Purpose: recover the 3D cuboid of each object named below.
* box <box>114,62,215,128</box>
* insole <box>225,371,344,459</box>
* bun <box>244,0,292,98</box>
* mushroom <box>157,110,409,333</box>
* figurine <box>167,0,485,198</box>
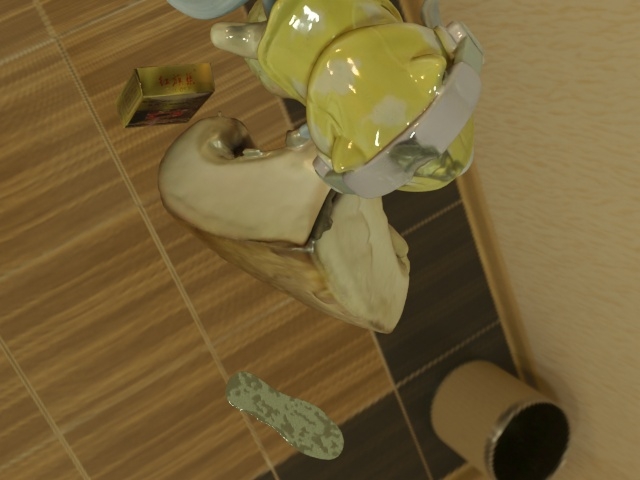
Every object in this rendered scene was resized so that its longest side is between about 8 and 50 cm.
[{"bbox_3d":[-0.328,-0.300,1.765,0.159,0.240,0.071,-11,86,-25],"label":"box"},{"bbox_3d":[-0.048,0.245,1.177,0.193,0.006,0.065,33,80,-12],"label":"insole"},{"bbox_3d":[-0.018,-0.346,1.409,0.239,0.141,0.239,-1,73,4],"label":"bun"},{"bbox_3d":[-0.030,0.005,1.272,0.397,0.313,0.224,52,50,-51],"label":"mushroom"},{"bbox_3d":[0.017,-0.106,0.500,0.208,0.184,0.128,37,106,-25],"label":"figurine"}]
